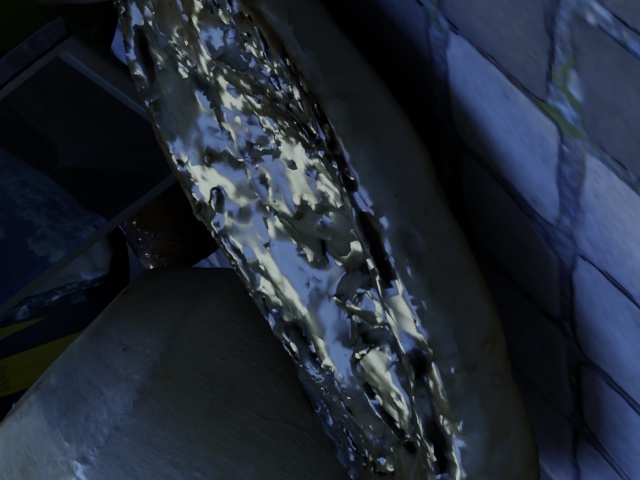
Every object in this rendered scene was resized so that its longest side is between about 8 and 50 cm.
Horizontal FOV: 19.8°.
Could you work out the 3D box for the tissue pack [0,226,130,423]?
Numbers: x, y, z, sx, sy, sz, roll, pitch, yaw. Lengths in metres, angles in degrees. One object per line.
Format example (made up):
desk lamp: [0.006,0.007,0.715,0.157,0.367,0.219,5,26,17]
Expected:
tissue pack: [-0.292,-0.010,1.441,0.416,0.253,0.264,107,145,-73]

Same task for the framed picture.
framed picture: [-0.206,-0.023,1.128,0.023,0.260,0.189,59,-168,30]

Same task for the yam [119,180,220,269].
yam: [-0.115,-0.046,1.236,0.079,0.079,0.141,40,158,45]

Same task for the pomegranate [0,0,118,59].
pomegranate: [-0.195,-0.154,1.116,0.225,0.187,0.187,-19,108,45]

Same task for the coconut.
coconut: [-0.076,0.153,1.209,0.247,0.245,0.245,42,166,-4]

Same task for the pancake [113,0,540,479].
pancake: [0.001,0.001,0.968,0.387,0.082,0.387,55,164,25]
